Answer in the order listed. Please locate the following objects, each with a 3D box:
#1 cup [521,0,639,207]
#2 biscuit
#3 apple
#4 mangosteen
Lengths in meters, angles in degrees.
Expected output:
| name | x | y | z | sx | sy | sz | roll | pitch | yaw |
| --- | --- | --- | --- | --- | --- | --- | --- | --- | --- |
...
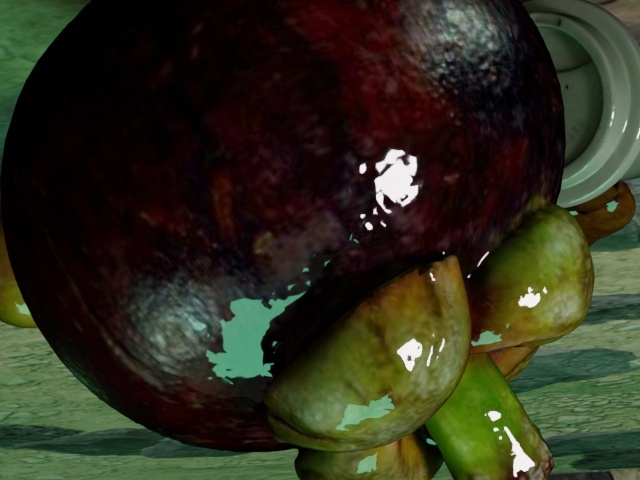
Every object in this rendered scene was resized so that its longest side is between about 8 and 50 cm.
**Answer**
| name | x | y | z | sx | sy | sz | roll | pitch | yaw |
| --- | --- | --- | --- | --- | --- | --- | --- | --- | --- |
| cup | 0.154 | -0.080 | 1.046 | 0.120 | 0.120 | 0.141 | -13 | 177 | 32 |
| biscuit | 0.138 | -0.018 | 1.392 | 0.212 | 0.036 | 0.212 | -3 | 164 | -1 |
| apple | -0.225 | 0.025 | 1.374 | 0.089 | 0.090 | 0.074 | 11 | 153 | -43 |
| mangosteen | -0.011 | -0.010 | 0.895 | 0.300 | 0.300 | 0.300 | -3 | 165 | -1 |
